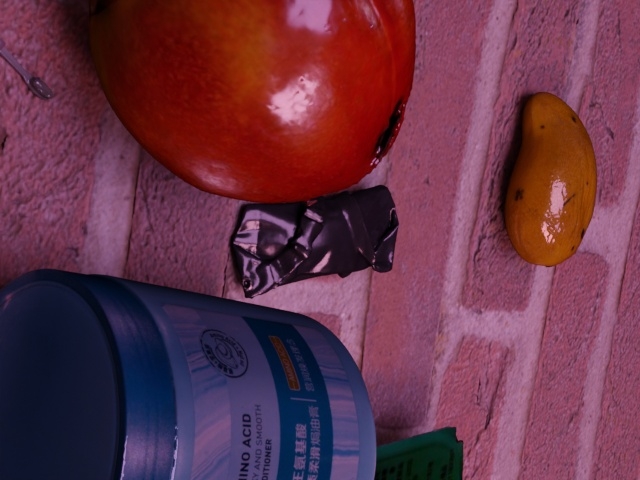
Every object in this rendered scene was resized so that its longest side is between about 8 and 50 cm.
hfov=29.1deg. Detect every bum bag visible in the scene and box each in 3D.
[{"bbox_3d":[0.000,0.000,1.579,0.248,0.060,0.123,-14,109,-39],"label":"bum bag"}]

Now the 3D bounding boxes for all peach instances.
[{"bbox_3d":[-0.057,-0.214,1.296,0.370,0.370,0.370,-10,106,-40],"label":"peach"}]

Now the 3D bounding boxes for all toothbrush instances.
[{"bbox_3d":[-0.340,-0.211,1.259,0.194,0.017,0.014,49,61,-34],"label":"toothbrush"}]

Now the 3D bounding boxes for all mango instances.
[{"bbox_3d":[0.348,-0.089,1.839,0.157,0.109,0.262,-2,98,-38],"label":"mango"}]

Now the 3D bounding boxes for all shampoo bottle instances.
[{"bbox_3d":[-0.166,0.215,1.296,0.343,0.331,0.331,13,90,-44],"label":"shampoo bottle"}]

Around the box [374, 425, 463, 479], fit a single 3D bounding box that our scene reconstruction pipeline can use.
[{"bbox_3d":[0.046,0.390,1.674,0.337,0.106,0.264,-6,102,-40],"label":"box"}]
